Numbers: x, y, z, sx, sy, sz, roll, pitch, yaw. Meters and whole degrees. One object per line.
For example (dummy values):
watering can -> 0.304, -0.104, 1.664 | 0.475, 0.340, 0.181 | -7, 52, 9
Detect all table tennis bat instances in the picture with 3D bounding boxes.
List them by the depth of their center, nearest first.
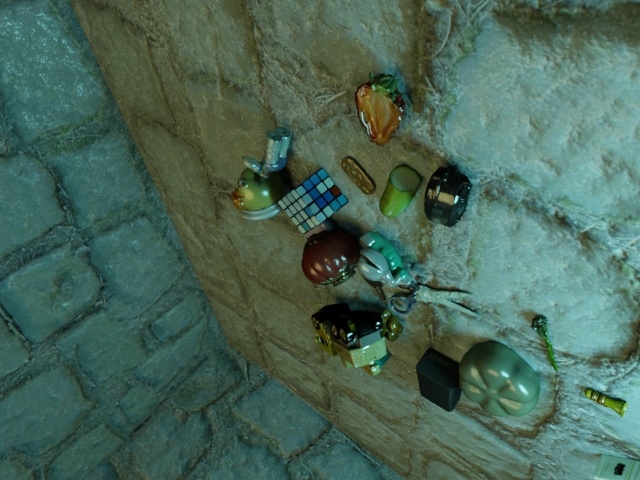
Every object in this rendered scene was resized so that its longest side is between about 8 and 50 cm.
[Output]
table tennis bat -> 0.179, 0.192, 1.747 | 0.107, 0.119, 0.170 | -1, 123, 55

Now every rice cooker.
rice cooker -> 0.334, -0.113, 1.198 | 0.106, 0.112, 0.165 | 27, 144, 23

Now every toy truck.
toy truck -> 0.119, 0.405, 1.906 | 0.405, 0.180, 0.254 | 5, 109, 66

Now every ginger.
ginger -> 0.286, 0.350, 1.840 | 0.103, 0.073, 0.162 | 30, 141, 34

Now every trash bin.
trash bin -> 0.476, 0.559, 1.803 | 0.165, 0.115, 0.225 | 25, 146, 33

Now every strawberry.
strawberry -> 0.163, -0.347, 1.176 | 0.140, 0.085, 0.192 | -7, 125, 46

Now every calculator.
calculator -> 0.000, 0.000, 1.824 | 0.173, 0.051, 0.293 | 26, 143, 31

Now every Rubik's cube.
Rubik's cube -> -0.028, -0.136, 1.605 | 0.154, 0.151, 0.155 | 53, 151, -5

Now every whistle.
whistle -> 0.825, 0.464, 1.317 | 0.109, 0.057, 0.046 | 20, 96, 53

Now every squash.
squash -> 0.226, -0.126, 1.350 | 0.095, 0.095, 0.188 | 39, 152, 15

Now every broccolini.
broccolini -> 0.670, 0.304, 1.333 | 0.044, 0.042, 0.218 | -1, 131, 51

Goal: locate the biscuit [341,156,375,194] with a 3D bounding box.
biscuit -> 0.120, -0.206, 1.460 | 0.147, 0.018, 0.071 | 48, 149, -2

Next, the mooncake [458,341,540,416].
mooncake -> 0.593, 0.473, 1.526 | 0.275, 0.135, 0.275 | 29, 141, 27

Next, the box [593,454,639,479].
box -> 0.935, 0.712, 1.394 | 0.024, 0.090, 0.167 | 52, 150, -7

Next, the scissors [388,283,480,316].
scissors -> 0.370, 0.192, 1.586 | 0.383, 0.029, 0.256 | 10, 129, 44

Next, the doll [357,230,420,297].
doll -> 0.210, 0.088, 1.532 | 0.258, 0.153, 0.195 | 44, 169, 38

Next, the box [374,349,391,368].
box -> 0.192, 0.507, 2.123 | 0.153, 0.092, 0.245 | 54, 151, -12

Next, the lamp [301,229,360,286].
lamp -> 0.034, 0.059, 1.656 | 0.227, 0.227, 0.227 | 33, 147, 25

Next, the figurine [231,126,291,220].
figurine -> -0.201, -0.221, 1.658 | 0.205, 0.224, 0.382 | 38, 148, 11
